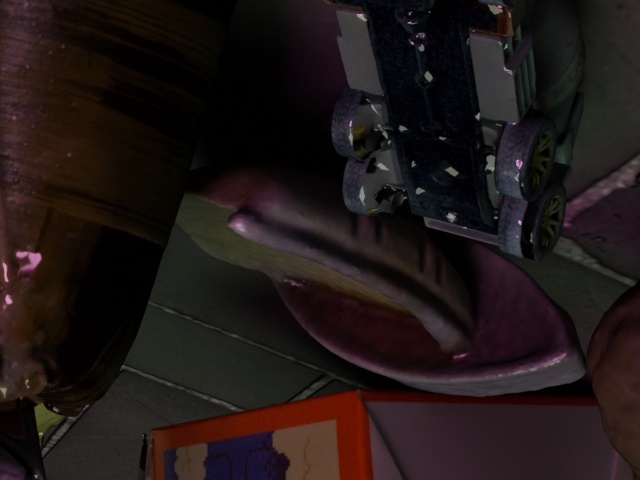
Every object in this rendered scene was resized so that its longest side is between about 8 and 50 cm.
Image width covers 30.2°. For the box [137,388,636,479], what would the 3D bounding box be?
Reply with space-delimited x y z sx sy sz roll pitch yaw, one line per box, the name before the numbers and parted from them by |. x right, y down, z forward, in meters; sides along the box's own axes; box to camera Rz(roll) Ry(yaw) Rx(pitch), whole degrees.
box | 0.069 0.291 0.952 0.349 0.318 0.257 7 163 -44

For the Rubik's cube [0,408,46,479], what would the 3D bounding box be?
Rubik's cube | -0.331 0.125 0.660 0.259 0.260 0.255 28 -168 -25

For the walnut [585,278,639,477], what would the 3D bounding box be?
walnut | 0.278 0.081 0.724 0.224 0.224 0.224 11 150 6

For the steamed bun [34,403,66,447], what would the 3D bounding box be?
steamed bun | -0.274 0.031 0.904 0.232 0.166 0.273 3 135 -14

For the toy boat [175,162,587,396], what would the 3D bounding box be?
toy boat | 0.008 0.009 0.776 0.293 0.111 0.276 31 169 -31

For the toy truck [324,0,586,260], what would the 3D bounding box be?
toy truck | 0.076 -0.100 0.578 0.108 0.140 0.256 16 146 28

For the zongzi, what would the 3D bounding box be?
zongzi | -0.206 -0.073 0.615 0.288 0.286 0.134 15 174 8
